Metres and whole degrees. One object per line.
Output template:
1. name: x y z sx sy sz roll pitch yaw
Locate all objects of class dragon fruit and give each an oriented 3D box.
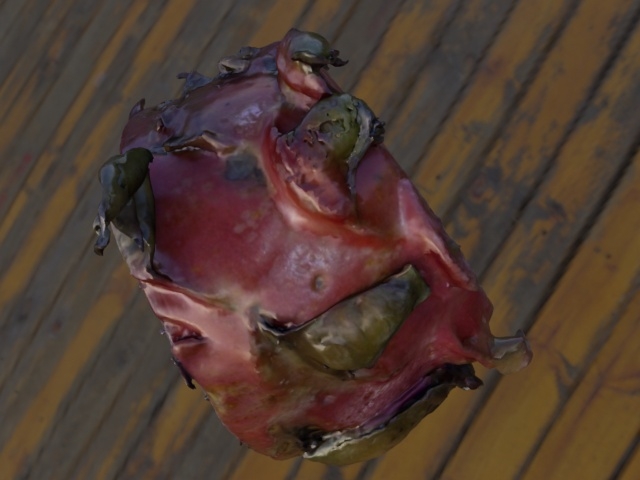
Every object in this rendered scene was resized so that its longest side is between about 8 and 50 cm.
1. dragon fruit: 0.000 0.000 0.575 0.147 0.282 0.211 -23 71 5
